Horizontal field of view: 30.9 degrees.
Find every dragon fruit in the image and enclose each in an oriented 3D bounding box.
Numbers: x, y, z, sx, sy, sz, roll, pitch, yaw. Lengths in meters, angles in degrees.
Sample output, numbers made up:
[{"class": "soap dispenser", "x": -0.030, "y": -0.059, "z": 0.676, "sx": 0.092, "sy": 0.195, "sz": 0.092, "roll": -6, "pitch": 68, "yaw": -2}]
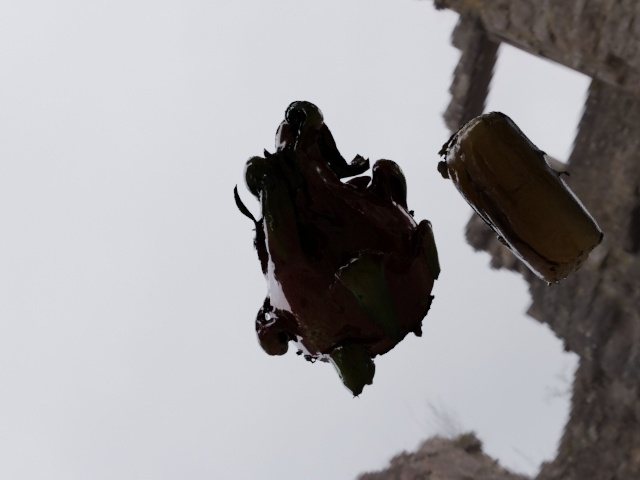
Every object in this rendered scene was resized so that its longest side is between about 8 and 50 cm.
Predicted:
[{"class": "dragon fruit", "x": 0.000, "y": 0.000, "z": 0.748, "sx": 0.138, "sy": 0.142, "sz": 0.175, "roll": -31, "pitch": -73, "yaw": -7}]

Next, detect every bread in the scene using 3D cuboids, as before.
[{"class": "bread", "x": 0.115, "y": -0.024, "z": 0.678, "sx": 0.053, "sy": 0.106, "sz": 0.072, "roll": -37, "pitch": -13, "yaw": -12}]
